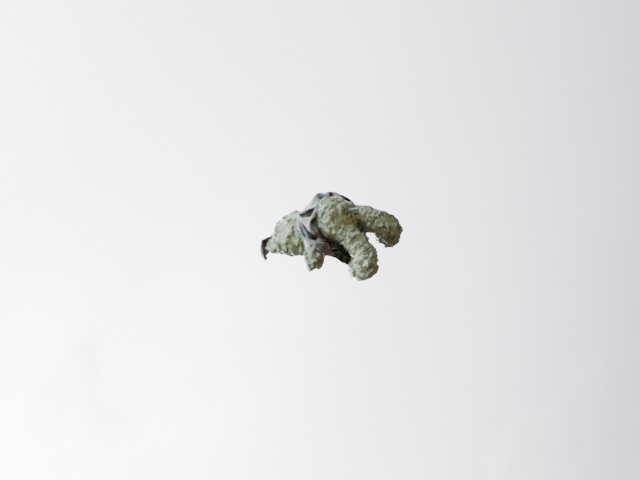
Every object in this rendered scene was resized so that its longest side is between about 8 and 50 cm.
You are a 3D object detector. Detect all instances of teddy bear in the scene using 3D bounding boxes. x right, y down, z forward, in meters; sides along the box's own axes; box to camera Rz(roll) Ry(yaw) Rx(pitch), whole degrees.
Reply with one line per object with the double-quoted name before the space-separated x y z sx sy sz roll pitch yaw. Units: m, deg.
"teddy bear" 0.001 -0.016 1.677 0.133 0.213 0.111 -56 -41 -43
